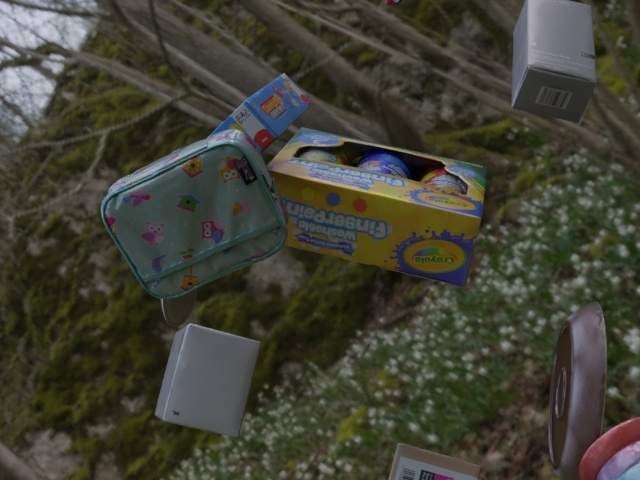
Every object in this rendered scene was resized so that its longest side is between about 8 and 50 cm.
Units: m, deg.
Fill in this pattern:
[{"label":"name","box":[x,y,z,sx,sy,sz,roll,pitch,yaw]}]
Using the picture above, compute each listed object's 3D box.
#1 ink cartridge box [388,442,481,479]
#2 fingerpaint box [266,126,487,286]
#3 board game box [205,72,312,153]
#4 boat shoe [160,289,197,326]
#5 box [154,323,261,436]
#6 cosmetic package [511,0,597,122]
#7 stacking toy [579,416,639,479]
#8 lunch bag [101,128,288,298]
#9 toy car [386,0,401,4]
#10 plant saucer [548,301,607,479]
[{"label":"ink cartridge box","box":[0.229,0.580,2.071,0.088,0.193,0.234,89,-164,-58]},{"label":"fingerpaint box","box":[0.119,-0.087,2.049,0.371,0.445,0.163,-59,-19,-66]},{"label":"board game box","box":[-0.177,-0.166,1.834,0.302,0.086,0.308,-41,7,20]},{"label":"boat shoe","box":[-0.298,0.071,1.947,0.075,0.065,0.206,-9,-71,-32]},{"label":"box","box":[-0.265,0.322,2.201,0.345,0.168,0.215,147,137,-75]},{"label":"cosmetic package","box":[0.410,-0.326,1.693,0.107,0.127,0.238,102,178,-49]},{"label":"stacking toy","box":[0.435,0.408,1.388,0.280,0.130,0.309,23,-64,-43]},{"label":"lunch bag","box":[-0.195,-0.039,1.566,0.279,0.224,0.108,-24,17,8]},{"label":"toy car","box":[0.237,-0.485,1.657,0.225,0.239,0.053,-29,-75,-14]},{"label":"plant saucer","box":[0.410,0.251,1.553,0.310,0.050,0.310,6,-90,-82]}]
